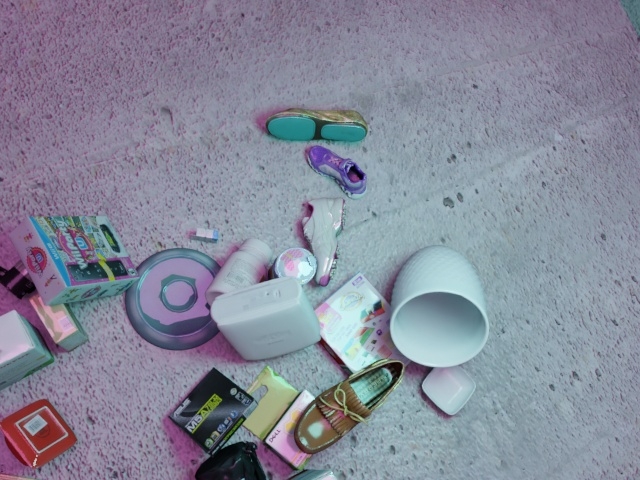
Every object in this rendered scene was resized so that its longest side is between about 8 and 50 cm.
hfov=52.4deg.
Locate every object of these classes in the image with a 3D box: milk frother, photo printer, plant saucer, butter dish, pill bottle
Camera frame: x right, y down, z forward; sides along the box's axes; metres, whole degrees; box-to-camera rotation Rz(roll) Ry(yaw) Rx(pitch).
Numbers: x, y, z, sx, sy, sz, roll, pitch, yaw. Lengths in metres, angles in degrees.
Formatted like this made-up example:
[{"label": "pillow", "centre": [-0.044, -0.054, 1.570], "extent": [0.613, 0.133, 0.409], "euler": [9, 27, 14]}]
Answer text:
[{"label": "milk frother", "centre": [-0.850, 0.074, 1.849], "extent": [0.143, 0.129, 0.135], "euler": [43, 73, -2]}, {"label": "photo printer", "centre": [-0.140, 0.235, 1.835], "extent": [0.256, 0.307, 0.107], "euler": [-16, 56, 4]}, {"label": "plant saucer", "centre": [-0.423, 0.168, 1.949], "extent": [0.318, 0.044, 0.317], "euler": [4, 71, -11]}, {"label": "butter dish", "centre": [-0.764, 0.529, 1.729], "extent": [0.160, 0.118, 0.160], "euler": [49, 28, 7]}, {"label": "pill bottle", "centre": [-0.235, 0.106, 1.940], "extent": [0.131, 0.131, 0.229], "euler": [29, 51, -1]}]

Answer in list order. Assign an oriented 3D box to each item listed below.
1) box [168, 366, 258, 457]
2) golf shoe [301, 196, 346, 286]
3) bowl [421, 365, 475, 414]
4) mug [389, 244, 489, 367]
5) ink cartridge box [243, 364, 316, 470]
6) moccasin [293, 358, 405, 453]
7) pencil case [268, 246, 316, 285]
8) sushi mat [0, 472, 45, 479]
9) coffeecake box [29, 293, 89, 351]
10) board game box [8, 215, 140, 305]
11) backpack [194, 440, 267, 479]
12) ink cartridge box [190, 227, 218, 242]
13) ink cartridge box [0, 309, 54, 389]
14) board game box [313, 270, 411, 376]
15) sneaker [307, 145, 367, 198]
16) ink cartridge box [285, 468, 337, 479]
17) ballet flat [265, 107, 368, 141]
[{"label": "box", "centre": [-0.300, 0.477, 1.824], "extent": [0.184, 0.045, 0.190], "euler": [30, 66, 33]}, {"label": "golf shoe", "centre": [0.000, 0.000, 2.064], "extent": [0.140, 0.115, 0.306], "euler": [8, 64, 3]}, {"label": "bowl", "centre": [0.389, 0.453, 2.011], "extent": [0.142, 0.053, 0.142], "euler": [44, 69, 5]}, {"label": "mug", "centre": [0.373, 0.206, 1.968], "extent": [0.276, 0.328, 0.374], "euler": [-21, 115, 20]}, {"label": "ink cartridge box", "centre": [-0.107, 0.505, 1.872], "extent": [0.255, 0.097, 0.189], "euler": [39, 69, 2]}, {"label": "moccasin", "centre": [0.088, 0.453, 1.804], "extent": [0.380, 0.147, 0.139], "euler": [-25, 76, -27]}, {"label": "pencil case", "centre": [-0.086, 0.097, 1.920], "extent": [0.124, 0.273, 0.113], "euler": [-4, 79, -9]}, {"label": "sushi mat", "centre": [-0.750, 0.712, 1.716], "extent": [0.316, 0.019, 0.151], "euler": [12, 71, -6]}, {"label": "coffeecake box", "centre": [-0.717, 0.221, 1.795], "extent": [0.068, 0.185, 0.142], "euler": [-33, 81, -18]}, {"label": "board game box", "centre": [-0.672, 0.048, 1.805], "extent": [0.097, 0.303, 0.224], "euler": [-36, 79, 20]}, {"label": "backpack", "centre": [-0.216, 0.743, 1.695], "extent": [0.273, 0.290, 0.355], "euler": [-29, 86, -10]}, {"label": "ink cartridge box", "centre": [-0.360, -0.017, 2.018], "extent": [0.083, 0.048, 0.028], "euler": [9, 70, -9]}, {"label": "ink cartridge box", "centre": [-0.836, 0.299, 1.697], "extent": [0.201, 0.278, 0.117], "euler": [-28, 80, -19]}, {"label": "board game box", "centre": [0.135, 0.288, 2.008], "extent": [0.242, 0.064, 0.316], "euler": [-38, 83, -20]}, {"label": "sneaker", "centre": [0.065, -0.242, 2.148], "extent": [0.236, 0.104, 0.095], "euler": [38, 70, 4]}, {"label": "ink cartridge box", "centre": [-0.009, 0.730, 1.705], "extent": [0.131, 0.306, 0.226], "euler": [-24, 78, -18]}, {"label": "ballet flat", "centre": [-0.014, -0.397, 2.189], "extent": [0.348, 0.123, 0.123], "euler": [2, 72, -10]}]
